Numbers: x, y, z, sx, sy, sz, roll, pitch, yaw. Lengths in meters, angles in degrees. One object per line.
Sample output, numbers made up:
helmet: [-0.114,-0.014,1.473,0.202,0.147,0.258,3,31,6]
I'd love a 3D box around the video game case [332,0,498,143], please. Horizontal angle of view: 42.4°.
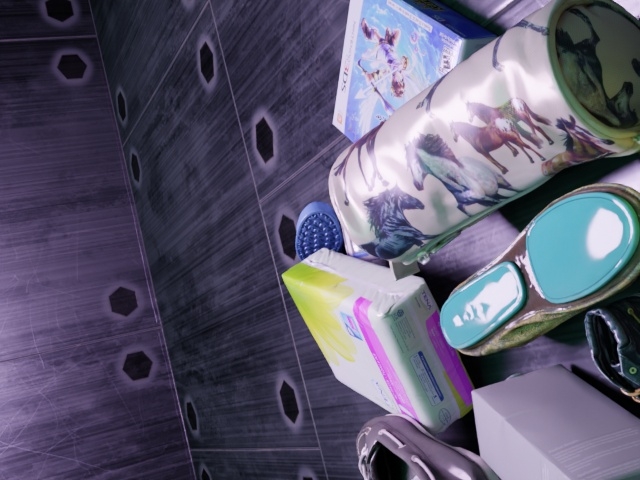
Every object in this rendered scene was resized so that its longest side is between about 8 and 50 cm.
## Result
video game case: [0.118,-0.217,1.159,0.269,0.061,0.244,49,142,45]

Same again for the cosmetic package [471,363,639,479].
cosmetic package: [0.272,0.232,0.889,0.238,0.127,0.107,-140,38,-72]

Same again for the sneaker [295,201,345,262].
sneaker: [0.000,0.000,1.392,0.232,0.081,0.090,84,180,-51]

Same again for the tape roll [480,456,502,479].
tape roll: [0.274,0.400,1.031,0.286,0.100,0.286,32,127,55]

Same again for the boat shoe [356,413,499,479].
boat shoe: [0.110,0.307,1.104,0.335,0.095,0.112,-3,98,66]

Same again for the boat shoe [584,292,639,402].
boat shoe: [0.333,0.146,0.837,0.065,0.083,0.183,-52,54,57]

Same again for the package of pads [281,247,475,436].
package of pads: [0.087,0.145,1.230,0.296,0.101,0.229,18,140,59]

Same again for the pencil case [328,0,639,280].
pencil case: [0.180,-0.102,0.907,0.410,0.160,0.184,-32,87,53]

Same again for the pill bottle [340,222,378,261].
pill bottle: [0.069,-0.036,1.300,0.078,0.078,0.137,-14,87,63]

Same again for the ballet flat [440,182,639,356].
ballet flat: [0.262,0.037,0.908,0.348,0.123,0.123,-47,57,54]
